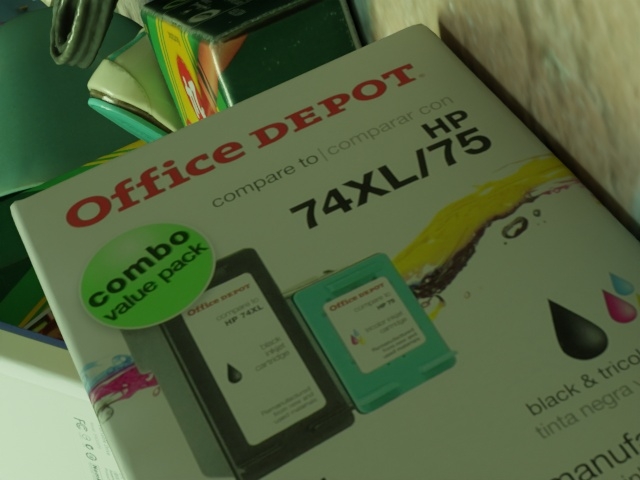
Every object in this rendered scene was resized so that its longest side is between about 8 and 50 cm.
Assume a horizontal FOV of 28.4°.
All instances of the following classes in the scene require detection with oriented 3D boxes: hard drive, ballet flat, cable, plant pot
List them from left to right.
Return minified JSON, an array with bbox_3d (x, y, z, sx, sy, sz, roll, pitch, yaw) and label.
[{"bbox_3d":[-0.204,0.143,0.916,0.319,0.040,0.210,15,136,20],"label":"hard drive"},{"bbox_3d":[-0.237,-0.084,1.234,0.293,0.293,0.235,87,174,-63],"label":"plant pot"},{"bbox_3d":[-0.131,-0.196,0.759,0.287,0.072,0.139,-16,78,58],"label":"cable"},{"bbox_3d":[-0.069,-0.075,0.915,0.086,0.086,0.248,58,-171,35],"label":"ballet flat"}]

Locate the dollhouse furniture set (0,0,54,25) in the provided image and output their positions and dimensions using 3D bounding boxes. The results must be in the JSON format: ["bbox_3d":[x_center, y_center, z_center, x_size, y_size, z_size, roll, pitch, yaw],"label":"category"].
[{"bbox_3d":[-0.294,-0.330,1.515,0.286,0.198,0.303,39,129,16],"label":"dollhouse furniture set"}]

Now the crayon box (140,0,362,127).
[{"bbox_3d":[0.000,0.000,0.770,0.318,0.081,0.202,69,169,-20],"label":"crayon box"}]

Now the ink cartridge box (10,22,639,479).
[{"bbox_3d":[0.031,0.090,0.498,0.270,0.198,0.197,55,166,42],"label":"ink cartridge box"}]

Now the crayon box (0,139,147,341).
[{"bbox_3d":[-0.150,0.106,1.105,0.106,0.313,0.363,52,163,51],"label":"crayon box"}]
